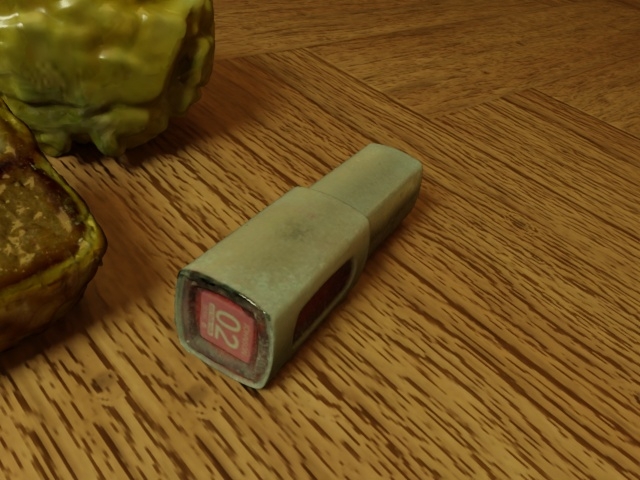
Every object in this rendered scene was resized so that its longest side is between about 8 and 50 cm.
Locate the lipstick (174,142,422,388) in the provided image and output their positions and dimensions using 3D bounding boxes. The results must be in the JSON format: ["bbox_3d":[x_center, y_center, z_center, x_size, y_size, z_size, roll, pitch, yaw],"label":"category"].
[{"bbox_3d":[0.000,0.000,0.467,0.077,0.079,0.253,24,37,19],"label":"lipstick"}]

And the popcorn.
[{"bbox_3d":[-0.220,-0.199,0.557,0.249,0.249,0.225,-4,26,-19],"label":"popcorn"}]

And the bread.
[{"bbox_3d":[-0.253,-0.001,0.342,0.222,0.096,0.181,-29,82,-42],"label":"bread"}]
